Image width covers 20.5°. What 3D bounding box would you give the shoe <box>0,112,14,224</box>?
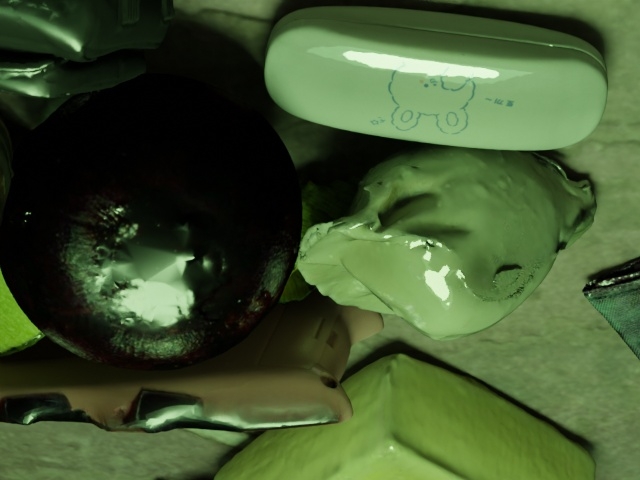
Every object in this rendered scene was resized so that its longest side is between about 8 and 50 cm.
[{"bbox_3d":[-0.381,-0.009,1.053,0.384,0.237,0.171,11,135,-12],"label":"shoe"}]

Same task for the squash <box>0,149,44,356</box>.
[{"bbox_3d":[-0.285,-0.034,1.291,0.132,0.132,0.247,-18,133,26],"label":"squash"}]

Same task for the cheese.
[{"bbox_3d":[0.068,0.234,1.569,0.242,0.124,0.265,32,135,-23],"label":"cheese"}]

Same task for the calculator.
[{"bbox_3d":[-0.126,0.084,1.357,0.330,0.220,0.048,-2,113,12],"label":"calculator"}]

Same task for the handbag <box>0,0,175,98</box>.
[{"bbox_3d":[-0.220,-0.143,1.069,0.244,0.275,0.088,7,101,3],"label":"handbag"}]

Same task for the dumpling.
[{"bbox_3d":[0.089,0.011,1.287,0.247,0.142,0.172,1,152,-33],"label":"dumpling"}]

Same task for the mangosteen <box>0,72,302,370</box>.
[{"bbox_3d":[-0.122,-0.020,1.240,0.211,0.250,0.211,-2,102,-10],"label":"mangosteen"}]

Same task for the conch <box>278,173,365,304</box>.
[{"bbox_3d":[0.000,0.000,1.334,0.089,0.074,0.121,36,92,-32],"label":"conch"}]

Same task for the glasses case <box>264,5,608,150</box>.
[{"bbox_3d":[0.078,-0.110,1.207,0.233,0.059,0.092,8,142,-1],"label":"glasses case"}]

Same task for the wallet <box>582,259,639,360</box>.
[{"bbox_3d":[0.294,0.067,1.415,0.111,0.030,0.166,-16,134,31],"label":"wallet"}]
